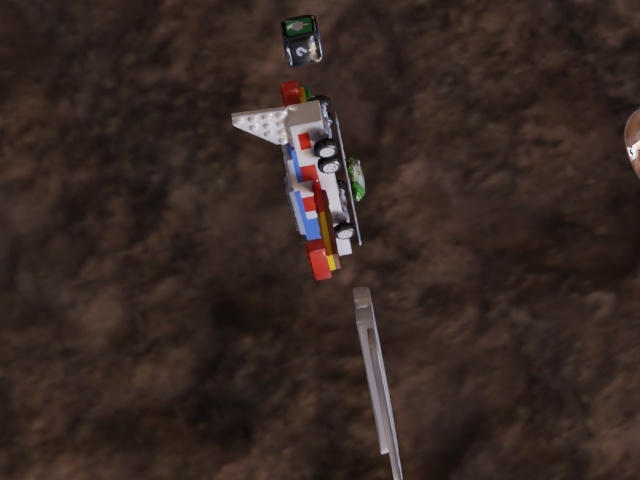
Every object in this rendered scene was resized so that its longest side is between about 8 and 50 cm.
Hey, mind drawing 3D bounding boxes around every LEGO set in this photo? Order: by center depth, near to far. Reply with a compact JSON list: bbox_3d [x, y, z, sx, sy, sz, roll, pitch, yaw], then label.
[{"bbox_3d":[0.000,0.000,1.008,0.060,0.182,0.244,-10,-81,2],"label":"LEGO set"}]

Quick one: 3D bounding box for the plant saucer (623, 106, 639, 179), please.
[{"bbox_3d":[0.321,-0.055,1.468,0.168,0.029,0.168,37,-22,18],"label":"plant saucer"}]
